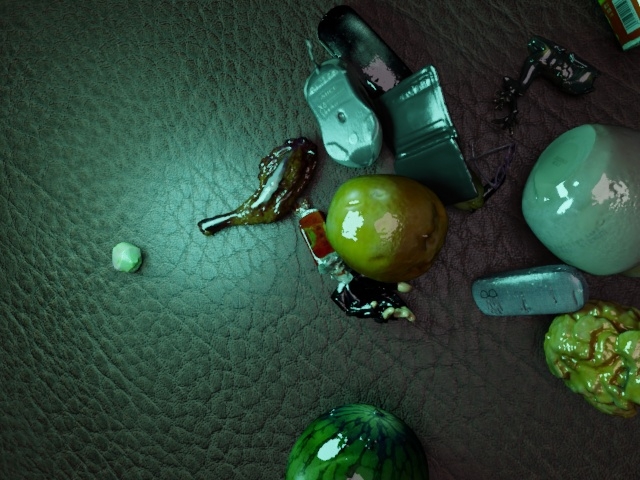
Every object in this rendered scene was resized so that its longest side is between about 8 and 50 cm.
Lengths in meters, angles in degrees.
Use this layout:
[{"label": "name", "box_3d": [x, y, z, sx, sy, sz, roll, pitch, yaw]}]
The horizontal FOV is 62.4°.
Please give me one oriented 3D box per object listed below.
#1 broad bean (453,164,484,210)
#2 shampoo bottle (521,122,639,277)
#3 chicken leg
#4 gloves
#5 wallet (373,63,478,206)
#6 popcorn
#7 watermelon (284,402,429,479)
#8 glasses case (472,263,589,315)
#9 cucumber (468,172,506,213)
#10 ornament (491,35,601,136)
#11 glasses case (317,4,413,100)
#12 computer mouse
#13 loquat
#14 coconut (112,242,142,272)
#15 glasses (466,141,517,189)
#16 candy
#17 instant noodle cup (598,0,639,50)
[{"label": "broad bean", "box_3d": [0.347, -0.150, 1.314, 0.082, 0.125, 0.174, -42, 54, 39]}, {"label": "shampoo bottle", "box_3d": [0.625, -0.087, 1.157, 0.318, 0.322, 0.322, 23, 94, -10]}, {"label": "chicken leg", "box_3d": [-0.163, -0.120, 1.430, 0.407, 0.096, 0.158, -40, 77, 11]}, {"label": "gloves", "box_3d": [0.149, 0.152, 1.346, 0.203, 0.124, 0.164, 39, 78, 17]}, {"label": "wallet", "box_3d": [0.246, -0.232, 1.284, 0.041, 0.247, 0.322, -19, 92, -28]}, {"label": "popcorn", "box_3d": [0.649, 0.267, 1.167, 0.225, 0.332, 0.264, -28, 99, -15]}, {"label": "watermelon", "box_3d": [0.084, 0.565, 1.254, 0.364, 0.363, 0.362, 0, 89, 11]}, {"label": "glasses case", "box_3d": [0.487, 0.121, 1.249, 0.283, 0.067, 0.109, -13, 99, 51]}, {"label": "cucumber", "box_3d": [0.425, -0.123, 1.348, 0.133, 0.032, 0.032, -44, 82, 6]}, {"label": "ornament", "box_3d": [0.538, -0.357, 1.308, 0.202, 0.080, 0.236, 38, 94, 12]}, {"label": "glasses case", "box_3d": [0.117, -0.483, 1.386, 0.122, 0.075, 0.314, -43, 83, 9]}, {"label": "computer mouse", "box_3d": [0.054, -0.364, 1.386, 0.167, 0.090, 0.379, -27, 83, 28]}, {"label": "loquat", "box_3d": [0.158, -0.040, 1.276, 0.276, 0.276, 0.284, -54, 42, 6]}, {"label": "coconut", "box_3d": [-0.550, 0.052, 1.507, 0.081, 0.082, 0.083, 29, 52, 34]}, {"label": "glasses", "box_3d": [0.420, -0.202, 1.331, 0.104, 0.062, 0.139, 19, 69, 30]}, {"label": "candy", "box_3d": [0.001, 0.000, 1.390, 0.086, 0.059, 0.292, -29, 65, 6]}, {"label": "instant noodle cup", "box_3d": [0.747, -0.621, 1.190, 0.294, 0.294, 0.307, -21, 93, 10]}]
